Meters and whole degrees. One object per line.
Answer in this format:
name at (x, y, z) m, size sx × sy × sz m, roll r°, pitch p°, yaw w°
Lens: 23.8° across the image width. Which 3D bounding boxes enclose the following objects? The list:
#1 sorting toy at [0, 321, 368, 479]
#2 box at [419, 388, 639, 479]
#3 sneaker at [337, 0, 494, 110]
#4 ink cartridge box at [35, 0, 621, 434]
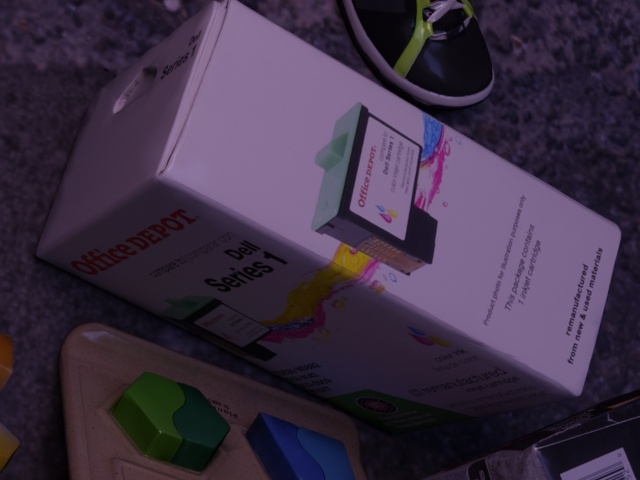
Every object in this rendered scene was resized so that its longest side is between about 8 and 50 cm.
sorting toy at (-0.083, 0.127, 0.837) m, size 0.307 × 0.041 × 0.229 m, roll 23°, pitch 26°, yaw -23°
box at (0.184, 0.219, 0.861) m, size 0.163 × 0.142 × 0.247 m, roll -17°, pitch 81°, yaw -30°
sneaker at (0.055, -0.196, 1.034) m, size 0.084 × 0.097 × 0.235 m, roll -36°, pitch 97°, yaw -31°
ink cartridge box at (0.000, 0.000, 0.892) m, size 0.278 × 0.201 × 0.117 m, roll 28°, pitch 65°, yaw -21°
